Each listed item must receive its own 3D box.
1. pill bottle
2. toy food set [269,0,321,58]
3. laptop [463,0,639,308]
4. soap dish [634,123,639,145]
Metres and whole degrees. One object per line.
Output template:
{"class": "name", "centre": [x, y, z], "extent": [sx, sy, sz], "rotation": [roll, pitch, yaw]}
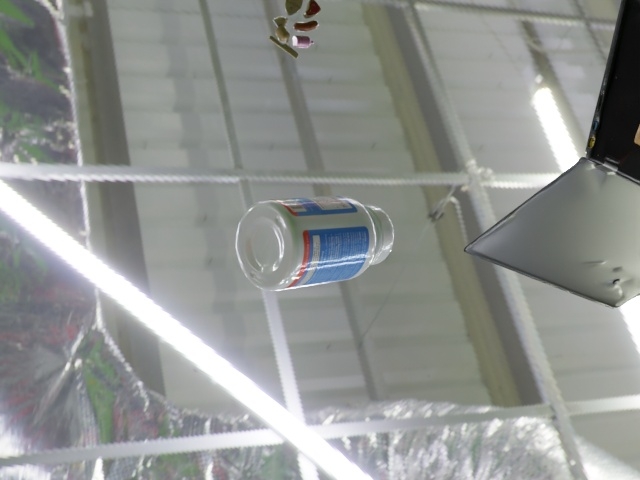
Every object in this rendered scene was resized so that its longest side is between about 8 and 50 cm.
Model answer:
{"class": "pill bottle", "centre": [0.000, 0.000, 1.340], "extent": [0.221, 0.124, 0.124], "rotation": [-5, -122, -46]}
{"class": "toy food set", "centre": [-0.038, -0.356, 1.567], "extent": [0.078, 0.019, 0.122], "rotation": [35, -115, -13]}
{"class": "laptop", "centre": [0.493, -0.119, 1.551], "extent": [0.381, 0.236, 0.408], "rotation": [19, -98, -31]}
{"class": "soap dish", "centre": [0.531, -0.220, 1.144], "extent": [0.118, 0.229, 0.291], "rotation": [47, -122, -30]}
